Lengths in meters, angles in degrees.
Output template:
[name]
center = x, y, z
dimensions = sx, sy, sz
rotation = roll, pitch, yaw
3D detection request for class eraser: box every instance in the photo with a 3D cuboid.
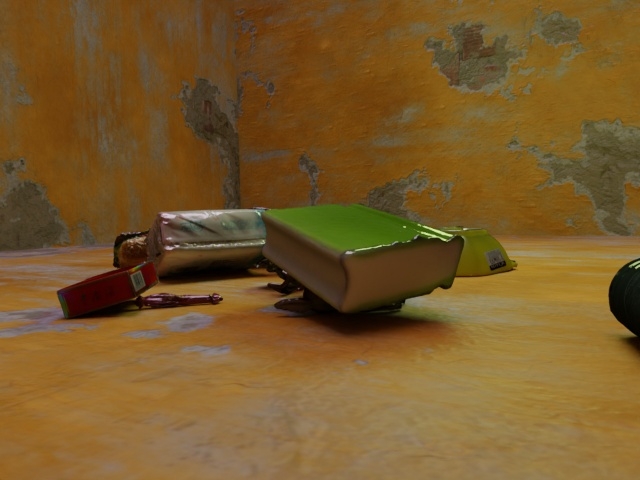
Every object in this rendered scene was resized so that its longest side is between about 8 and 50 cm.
[eraser]
center = 0.051, 0.009, 0.747
dimensions = 0.210, 0.092, 0.274
rotation = -8, 17, -29

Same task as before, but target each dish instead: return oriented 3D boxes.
[dish]
center = 0.345, 0.021, 1.225
dimensions = 0.263, 0.108, 0.221
rotation = -4, 5, -32

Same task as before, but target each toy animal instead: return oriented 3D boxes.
[toy animal]
center = 0.012, 0.063, 0.821
dimensions = 0.260, 0.087, 0.243
rotation = 3, 2, 15

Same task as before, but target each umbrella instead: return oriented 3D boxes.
[umbrella]
center = -0.246, 0.099, 0.825
dimensions = 0.166, 0.025, 0.027
rotation = 0, -15, -18

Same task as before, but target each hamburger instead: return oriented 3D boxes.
[hamburger]
center = -0.455, 0.029, 1.298
dimensions = 0.166, 0.137, 0.087
rotation = -6, 37, -35

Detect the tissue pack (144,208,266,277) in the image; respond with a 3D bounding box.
[tissue pack]
center = -0.276, 0.007, 1.222
dimensions = 0.271, 0.124, 0.201
rotation = -4, -22, -32

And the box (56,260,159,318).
[box]
center = -0.345, 0.075, 0.827
dimensions = 0.113, 0.048, 0.175
rotation = -17, 5, -6

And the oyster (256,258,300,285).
[oyster]
center = 0.004, 0.050, 1.040
dimensions = 0.200, 0.086, 0.252
rotation = -22, -27, 32

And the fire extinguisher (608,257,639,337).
[fire extinguisher]
center = 0.329, 0.075, 0.424
dimensions = 0.114, 0.095, 0.311
rotation = -39, -9, 14

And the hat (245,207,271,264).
[hat]
center = -0.174, -0.019, 1.428
dimensions = 0.206, 0.205, 0.089
rotation = -1, 40, -3
